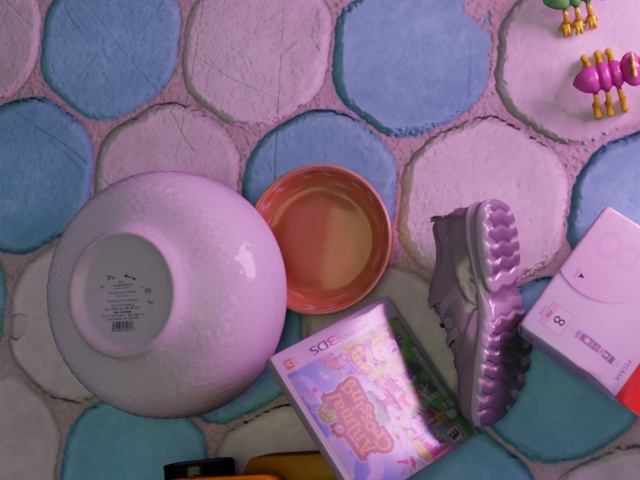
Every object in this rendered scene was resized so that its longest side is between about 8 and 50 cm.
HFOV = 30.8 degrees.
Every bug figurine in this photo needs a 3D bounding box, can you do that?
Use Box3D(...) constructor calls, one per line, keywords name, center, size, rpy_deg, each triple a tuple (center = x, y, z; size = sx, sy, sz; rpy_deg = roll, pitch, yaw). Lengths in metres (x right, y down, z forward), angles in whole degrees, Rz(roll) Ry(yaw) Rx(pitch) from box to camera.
Box3D(name="bug figurine", center=(0.399, -0.275, 1.436), size=(0.216, 0.072, 0.279), rpy_deg=(-18, 80, 13))

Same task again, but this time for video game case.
Box3D(name="video game case", center=(0.065, 0.196, 1.445), size=(0.193, 0.023, 0.212), rpy_deg=(-25, 75, -29))

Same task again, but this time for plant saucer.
Box3D(name="plant saucer", center=(0.000, 0.000, 1.537), size=(0.199, 0.037, 0.200), rpy_deg=(-2, 83, 16))

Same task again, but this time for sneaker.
Box3D(name="sneaker", center=(0.191, 0.092, 1.460), size=(0.115, 0.105, 0.281), rpy_deg=(-5, 83, 42))

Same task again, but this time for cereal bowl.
Box3D(name="cereal bowl", center=(-0.222, 0.069, 1.518), size=(0.338, 0.141, 0.339), rpy_deg=(-2, 85, 22))

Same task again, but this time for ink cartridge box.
Box3D(name="ink cartridge box", center=(0.385, 0.099, 1.390), size=(0.232, 0.066, 0.189), rpy_deg=(34, 79, 20))

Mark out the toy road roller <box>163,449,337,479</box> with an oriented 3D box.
Box3D(name="toy road roller", center=(-0.083, 0.370, 1.415), size=(0.329, 0.240, 0.203), rpy_deg=(-6, 83, 15))
